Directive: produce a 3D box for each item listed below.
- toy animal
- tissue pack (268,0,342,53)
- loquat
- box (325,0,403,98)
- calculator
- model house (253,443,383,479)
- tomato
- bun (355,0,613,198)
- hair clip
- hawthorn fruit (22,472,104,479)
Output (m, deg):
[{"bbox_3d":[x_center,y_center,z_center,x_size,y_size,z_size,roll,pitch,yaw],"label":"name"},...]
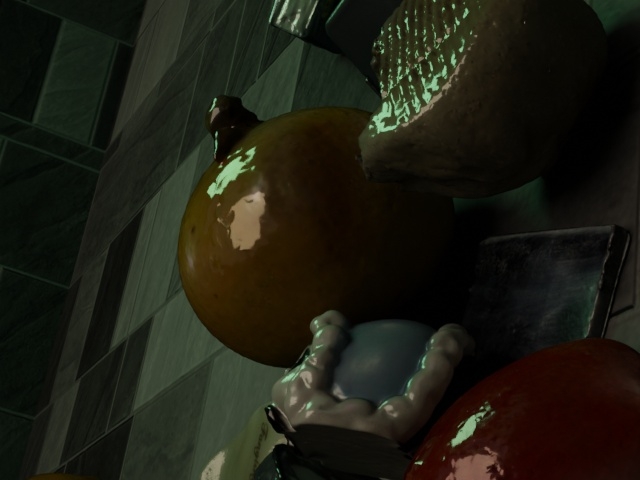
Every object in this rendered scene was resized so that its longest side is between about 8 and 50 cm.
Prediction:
[{"bbox_3d":[0.056,0.151,1.302,0.208,0.204,0.156,64,-142,-62],"label":"toy animal"},{"bbox_3d":[0.008,-0.398,2.014,0.185,0.081,0.257,-66,-11,7],"label":"tissue pack"},{"bbox_3d":[-0.021,-0.021,1.501,0.328,0.359,0.328,-38,-7,-6],"label":"loquat"},{"bbox_3d":[0.119,-0.234,1.576,0.050,0.230,0.160,-30,-14,-45],"label":"box"},{"bbox_3d":[0.212,0.064,1.306,0.262,0.021,0.161,-4,68,69],"label":"calculator"},{"bbox_3d":[-0.014,0.407,1.317,0.300,0.190,0.271,-65,22,15],"label":"model house"},{"bbox_3d":[0.155,0.218,1.083,0.309,0.170,0.309,-168,90,-69],"label":"tomato"},{"bbox_3d":[0.179,-0.166,1.338,0.281,0.205,0.281,-42,32,34],"label":"bun"},{"bbox_3d":[-0.051,0.290,1.633,0.282,0.113,0.172,-33,41,58],"label":"hair clip"},{"bbox_3d":[-0.274,0.505,1.520,0.472,0.472,0.471,-52,26,40],"label":"hawthorn fruit"}]
